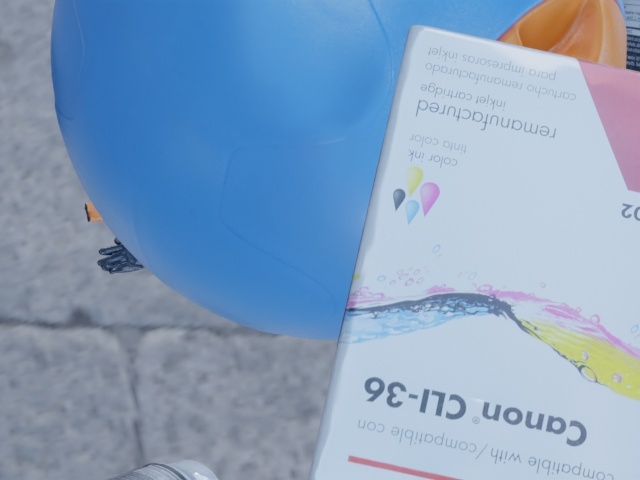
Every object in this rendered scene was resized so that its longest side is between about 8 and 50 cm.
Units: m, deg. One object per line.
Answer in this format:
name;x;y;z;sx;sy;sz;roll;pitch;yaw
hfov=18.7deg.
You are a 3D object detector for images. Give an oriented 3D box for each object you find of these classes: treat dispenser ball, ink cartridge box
treat dispenser ball;0.009;-0.093;0.974;0.288;0.288;0.288;14;68;-40
ink cartridge box;0.061;0.046;0.587;0.115;0.067;0.198;12;76;2

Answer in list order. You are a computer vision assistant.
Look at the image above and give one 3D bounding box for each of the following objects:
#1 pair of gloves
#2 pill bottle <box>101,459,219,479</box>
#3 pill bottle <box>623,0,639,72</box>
pair of gloves;-0.194;-0.010;1.921;0.074;0.010;0.083;-15;97;-27
pill bottle;-0.133;0.206;1.417;0.137;0.078;0.078;-12;86;-58
pill bottle;0.349;-0.205;1.903;0.130;0.130;0.246;21;87;-38
